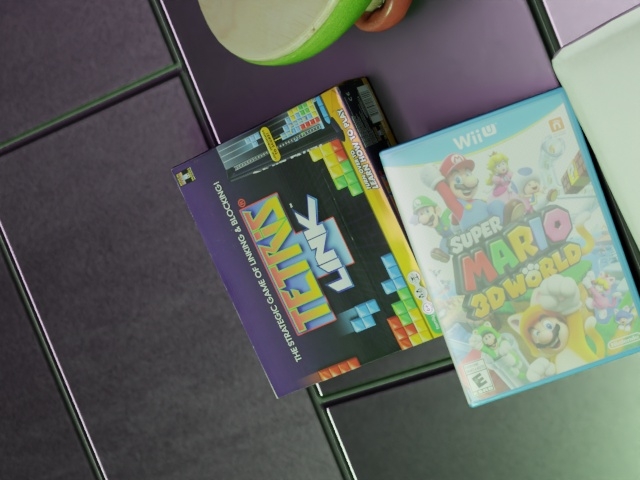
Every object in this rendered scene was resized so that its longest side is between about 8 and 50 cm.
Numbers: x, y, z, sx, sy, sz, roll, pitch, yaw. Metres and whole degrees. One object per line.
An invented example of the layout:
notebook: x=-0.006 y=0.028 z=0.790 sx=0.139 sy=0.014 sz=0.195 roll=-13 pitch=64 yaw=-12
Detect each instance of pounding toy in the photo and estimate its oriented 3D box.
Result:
pounding toy: x=0.006 y=-0.211 z=0.976 sx=0.183 sy=0.110 sz=0.237 roll=-49 pitch=50 yaw=40

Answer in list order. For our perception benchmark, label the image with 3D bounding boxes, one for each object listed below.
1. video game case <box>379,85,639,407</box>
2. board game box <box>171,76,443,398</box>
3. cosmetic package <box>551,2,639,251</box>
video game case: x=0.119 y=0.005 z=0.983 sx=0.119 sy=0.015 sz=0.166 roll=-19 pitch=94 yaw=7
board game box: x=0.000 y=0.000 z=1.051 sx=0.141 sy=0.048 sz=0.170 roll=-25 pitch=91 yaw=30
cosmetic package: x=0.367 y=0.011 z=0.698 sx=0.327 sy=0.329 sz=0.393 roll=-25 pitch=91 yaw=31
